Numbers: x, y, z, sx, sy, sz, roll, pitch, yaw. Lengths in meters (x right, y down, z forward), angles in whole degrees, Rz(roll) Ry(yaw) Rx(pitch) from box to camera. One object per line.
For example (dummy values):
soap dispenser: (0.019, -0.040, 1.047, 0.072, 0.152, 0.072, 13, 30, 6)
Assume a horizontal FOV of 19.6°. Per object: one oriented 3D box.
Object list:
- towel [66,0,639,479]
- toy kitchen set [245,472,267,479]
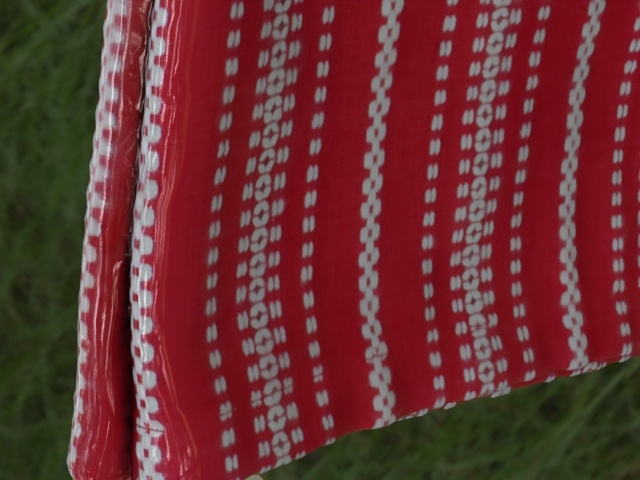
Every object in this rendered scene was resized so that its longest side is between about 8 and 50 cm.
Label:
towel: (0.073, -0.057, 0.399, 0.031, 0.274, 0.199, 27, 118, 44)
toy kitchen set: (0.000, 0.000, 0.407, 0.075, 0.083, 0.068, -4, 143, 21)
